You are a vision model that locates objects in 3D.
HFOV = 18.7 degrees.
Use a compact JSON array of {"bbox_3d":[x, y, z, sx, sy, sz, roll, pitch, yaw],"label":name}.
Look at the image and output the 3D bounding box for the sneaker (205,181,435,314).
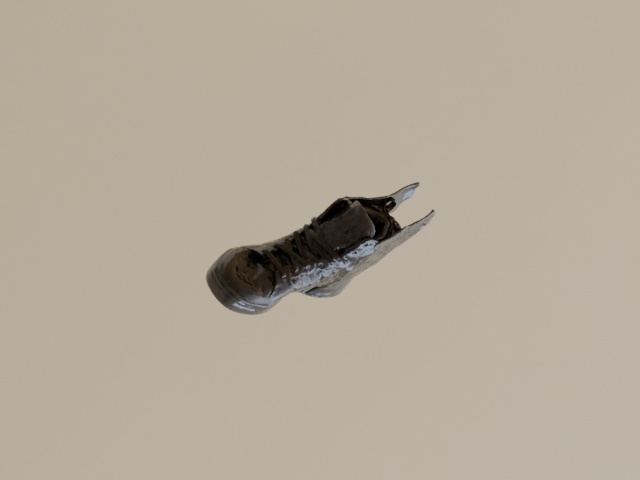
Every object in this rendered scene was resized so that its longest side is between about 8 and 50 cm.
[{"bbox_3d":[0.001,0.002,1.346,0.170,0.089,0.051,-6,-122,-51],"label":"sneaker"}]
